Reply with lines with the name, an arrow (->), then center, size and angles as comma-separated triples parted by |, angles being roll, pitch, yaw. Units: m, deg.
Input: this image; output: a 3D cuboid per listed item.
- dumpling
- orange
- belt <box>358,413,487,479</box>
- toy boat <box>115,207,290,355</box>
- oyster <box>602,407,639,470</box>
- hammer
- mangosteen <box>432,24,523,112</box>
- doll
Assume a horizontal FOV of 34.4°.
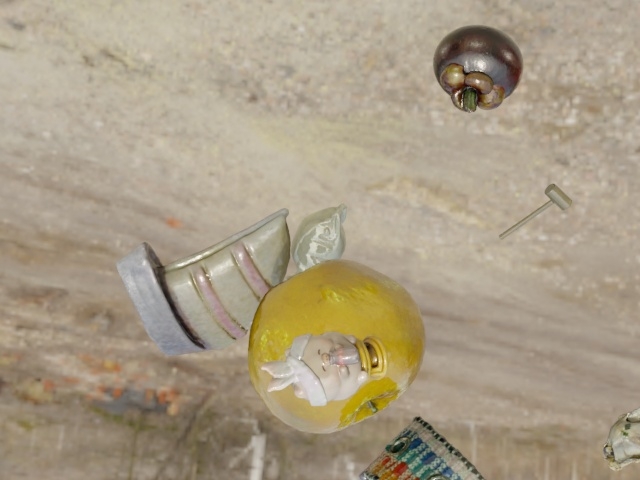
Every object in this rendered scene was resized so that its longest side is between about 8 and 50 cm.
dumpling -> 0.002, -0.001, 1.924 | 0.100, 0.169, 0.134 | 13, -164, 7
orange -> 0.022, 0.154, 1.546 | 0.279, 0.235, 0.279 | -30, 162, -11
belt -> 0.174, 0.407, 1.533 | 0.295, 0.160, 0.207 | 45, 170, 27
toy boat -> -0.186, 0.095, 1.758 | 0.293, 0.111, 0.276 | -9, 130, -9
oyster -> 0.545, 0.328, 1.752 | 0.166, 0.108, 0.053 | -24, 151, 29
hammer -> 0.281, -0.034, 1.378 | 0.035, 0.019, 0.110 | 42, 124, -16
mangosteen -> 0.223, -0.239, 1.479 | 0.140, 0.140, 0.140 | 5, 165, 1
doll -> 0.008, 0.123, 1.016 | 0.127, 0.073, 0.084 | -7, 165, -31
